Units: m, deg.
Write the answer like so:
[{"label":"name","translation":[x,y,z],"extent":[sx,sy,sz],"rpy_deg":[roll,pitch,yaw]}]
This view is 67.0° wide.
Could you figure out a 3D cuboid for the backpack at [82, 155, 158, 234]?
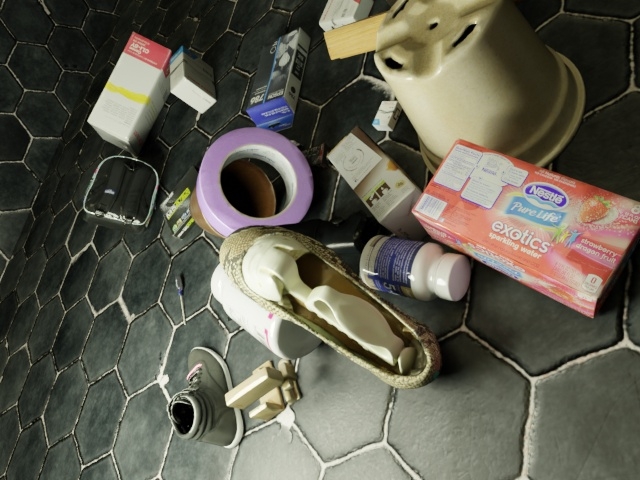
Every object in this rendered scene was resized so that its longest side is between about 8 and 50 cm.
[{"label":"backpack","translation":[-0.687,-0.159,1.690],"extent":[0.191,0.225,0.253],"rpy_deg":[142,139,-63]}]

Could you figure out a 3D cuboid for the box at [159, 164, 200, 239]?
[{"label":"box","translation":[-0.437,-0.127,1.586],"extent":[0.190,0.045,0.184],"rpy_deg":[-47,49,11]}]

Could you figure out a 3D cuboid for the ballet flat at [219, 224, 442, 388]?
[{"label":"ballet flat","translation":[0.003,0.096,0.860],"extent":[0.483,0.182,0.164],"rpy_deg":[32,84,15]}]

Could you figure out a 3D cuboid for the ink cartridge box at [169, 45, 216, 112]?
[{"label":"ink cartridge box","translation":[-0.470,-0.591,1.777],"extent":[0.086,0.148,0.203],"rpy_deg":[-33,50,26]}]

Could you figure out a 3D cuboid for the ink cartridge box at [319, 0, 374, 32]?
[{"label":"ink cartridge box","translation":[0.075,-0.662,1.409],"extent":[0.135,0.056,0.099],"rpy_deg":[14,78,43]}]

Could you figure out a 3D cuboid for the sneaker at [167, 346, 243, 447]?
[{"label":"sneaker","translation":[-0.294,0.352,1.147],"extent":[0.104,0.147,0.295],"rpy_deg":[-50,44,12]}]

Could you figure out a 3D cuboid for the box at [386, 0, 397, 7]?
[{"label":"box","translation":[0.213,-0.739,1.186],"extent":[0.231,0.262,0.126],"rpy_deg":[-25,55,28]}]

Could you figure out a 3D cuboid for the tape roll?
[{"label":"tape roll","translation":[-0.160,-0.133,1.185],"extent":[0.090,0.275,0.274],"rpy_deg":[147,139,-68]}]

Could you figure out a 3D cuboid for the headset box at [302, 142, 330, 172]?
[{"label":"headset box","translation":[-0.011,-0.216,1.272],"extent":[0.083,0.032,0.062],"rpy_deg":[-11,63,36]}]

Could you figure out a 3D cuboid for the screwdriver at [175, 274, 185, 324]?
[{"label":"screwdriver","translation":[-0.414,0.176,1.429],"extent":[0.025,0.024,0.169],"rpy_deg":[-14,57,1]}]

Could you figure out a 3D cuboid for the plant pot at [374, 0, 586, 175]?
[{"label":"plant pot","translation":[0.267,-0.305,0.886],"extent":[0.334,0.306,0.333],"rpy_deg":[-20,57,33]}]

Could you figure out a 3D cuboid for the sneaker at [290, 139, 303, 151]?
[{"label":"sneaker","translation":[-0.083,-0.231,1.337],"extent":[0.069,0.038,0.098],"rpy_deg":[26,87,46]}]

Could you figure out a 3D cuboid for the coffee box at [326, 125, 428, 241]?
[{"label":"coffee box","translation":[0.134,-0.118,1.021],"extent":[0.098,0.141,0.246],"rpy_deg":[-45,47,14]}]

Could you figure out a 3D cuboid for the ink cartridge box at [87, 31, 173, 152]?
[{"label":"ink cartridge box","translation":[-0.720,-0.557,1.884],"extent":[0.384,0.161,0.279],"rpy_deg":[-67,11,-7]}]

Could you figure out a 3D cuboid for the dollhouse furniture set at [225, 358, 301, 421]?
[{"label":"dollhouse furniture set","translation":[-0.128,0.287,1.034],"extent":[0.144,0.151,0.123],"rpy_deg":[-38,49,17]}]

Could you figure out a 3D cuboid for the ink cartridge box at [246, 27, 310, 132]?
[{"label":"ink cartridge box","translation":[-0.135,-0.488,1.498],"extent":[0.166,0.065,0.332],"rpy_deg":[-7,65,38]}]

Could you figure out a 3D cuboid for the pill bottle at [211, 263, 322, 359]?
[{"label":"pill bottle","translation":[-0.122,0.136,1.098],"extent":[0.283,0.160,0.160],"rpy_deg":[25,86,45]}]

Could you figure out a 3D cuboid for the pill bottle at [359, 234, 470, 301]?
[{"label":"pill bottle","translation":[0.178,0.055,0.915],"extent":[0.187,0.112,0.111],"rpy_deg":[10,76,43]}]

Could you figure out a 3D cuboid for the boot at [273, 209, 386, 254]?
[{"label":"boot","translation":[0.000,0.000,1.029],"extent":[0.207,0.247,0.094],"rpy_deg":[-3,104,42]}]

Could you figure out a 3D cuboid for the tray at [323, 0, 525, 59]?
[{"label":"tray","translation":[0.230,-0.513,1.115],"extent":[0.411,0.076,0.203],"rpy_deg":[5,32,41]}]

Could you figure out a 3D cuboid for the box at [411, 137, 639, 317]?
[{"label":"box","translation":[0.323,-0.026,0.769],"extent":[0.300,0.142,0.154],"rpy_deg":[30,87,33]}]

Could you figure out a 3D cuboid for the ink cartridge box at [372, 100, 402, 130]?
[{"label":"ink cartridge box","translation":[0.165,-0.309,1.171],"extent":[0.048,0.028,0.083],"rpy_deg":[16,79,44]}]

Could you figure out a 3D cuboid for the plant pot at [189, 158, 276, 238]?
[{"label":"plant pot","translation":[-0.273,-0.099,1.338],"extent":[0.231,0.216,0.215],"rpy_deg":[-5,65,55]}]
